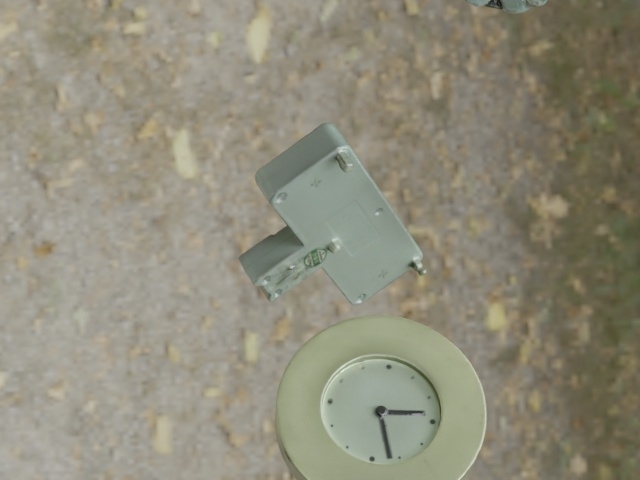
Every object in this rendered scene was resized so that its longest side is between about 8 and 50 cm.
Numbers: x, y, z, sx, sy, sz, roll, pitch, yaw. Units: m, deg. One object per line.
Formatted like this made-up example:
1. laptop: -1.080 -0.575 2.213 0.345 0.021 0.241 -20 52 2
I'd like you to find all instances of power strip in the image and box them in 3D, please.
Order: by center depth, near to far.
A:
1. power strip: 0.000 0.000 1.427 0.061 0.145 0.216 58 4 38

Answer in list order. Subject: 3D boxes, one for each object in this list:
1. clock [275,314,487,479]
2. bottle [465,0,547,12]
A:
1. clock: 0.066 0.191 1.713 0.029 0.235 0.235 95 11 -59
2. bottle: 0.159 -0.312 1.198 0.083 0.083 0.270 23 75 -50
